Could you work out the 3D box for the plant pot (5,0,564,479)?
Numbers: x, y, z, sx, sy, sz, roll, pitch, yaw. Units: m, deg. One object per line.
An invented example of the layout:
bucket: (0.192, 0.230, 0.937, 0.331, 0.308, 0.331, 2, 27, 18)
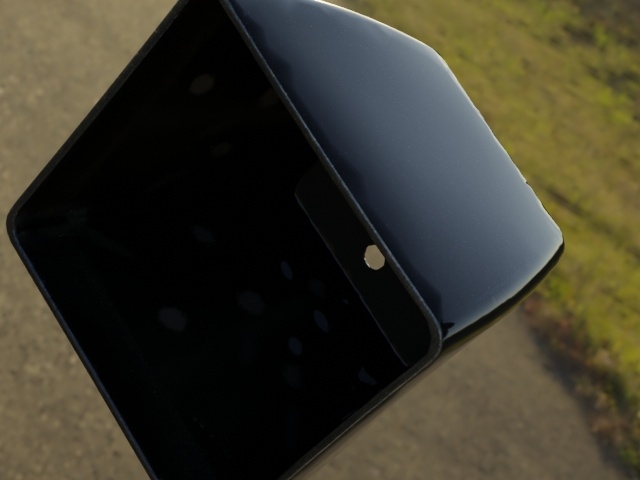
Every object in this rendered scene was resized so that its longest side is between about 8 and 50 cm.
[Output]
plant pot: (0.000, 0.000, 0.790, 0.167, 0.188, 0.187, -17, 68, -48)
